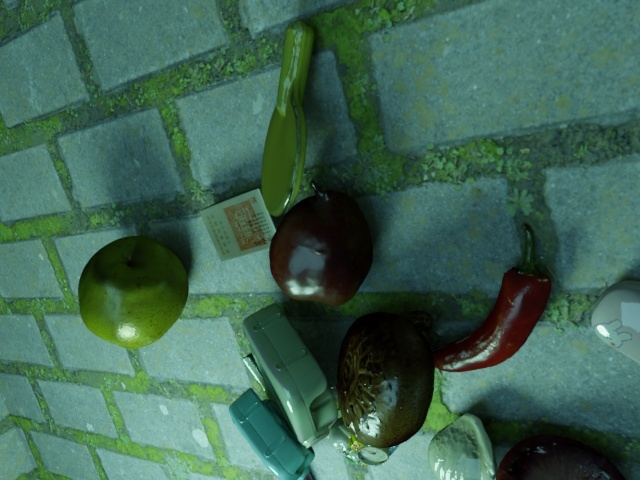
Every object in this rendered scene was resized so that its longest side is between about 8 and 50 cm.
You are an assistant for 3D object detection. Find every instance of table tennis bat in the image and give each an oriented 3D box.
[{"bbox_3d":[-0.064,-0.228,0.986,0.224,0.054,0.369,-143,60,-63],"label":"table tennis bat"}]

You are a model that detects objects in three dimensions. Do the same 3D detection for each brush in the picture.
[{"bbox_3d":[-0.149,0.371,1.350,0.033,0.030,0.179,-21,108,29],"label":"brush"}]

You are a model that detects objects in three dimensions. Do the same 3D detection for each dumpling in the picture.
[{"bbox_3d":[0.298,0.461,1.033,0.216,0.126,0.166,-58,32,20],"label":"dumpling"}]

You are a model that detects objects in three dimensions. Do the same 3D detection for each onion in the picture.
[{"bbox_3d":[0.439,0.476,0.926,0.248,0.161,0.248,-2,82,11],"label":"onion"}]

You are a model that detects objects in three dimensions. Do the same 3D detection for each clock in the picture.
[{"bbox_3d":[-0.059,0.322,1.155,0.265,0.108,0.324,46,158,44],"label":"clock"},{"bbox_3d":[-0.106,0.490,1.270,0.223,0.094,0.274,43,170,28],"label":"clock"},{"bbox_3d":[0.101,0.432,1.157,0.144,0.103,0.231,24,123,-8],"label":"clock"}]

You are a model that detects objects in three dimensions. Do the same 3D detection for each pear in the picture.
[{"bbox_3d":[-0.476,0.131,1.307,0.294,0.294,0.294,12,116,27],"label":"pear"}]

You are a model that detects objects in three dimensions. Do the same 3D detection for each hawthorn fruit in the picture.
[{"bbox_3d":[0.000,0.000,0.990,0.208,0.208,0.248,20,127,24],"label":"hawthorn fruit"}]

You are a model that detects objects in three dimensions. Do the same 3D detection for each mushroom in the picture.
[{"bbox_3d":[0.121,0.251,0.990,0.163,0.278,0.297,24,163,-9],"label":"mushroom"}]

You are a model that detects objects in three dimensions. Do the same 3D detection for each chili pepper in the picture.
[{"bbox_3d":[0.310,0.152,0.940,0.137,0.091,0.368,46,124,26],"label":"chili pepper"}]

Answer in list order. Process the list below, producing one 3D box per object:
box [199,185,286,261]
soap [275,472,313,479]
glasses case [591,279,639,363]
[{"bbox_3d":[-0.172,-0.039,1.172,0.201,0.058,0.141,-14,102,34],"label":"box"},{"bbox_3d":[-0.070,0.669,1.405,0.100,0.056,0.149,-18,99,38],"label":"soap"},{"bbox_3d":[0.575,0.169,0.786,0.296,0.075,0.113,30,121,17],"label":"glasses case"}]
